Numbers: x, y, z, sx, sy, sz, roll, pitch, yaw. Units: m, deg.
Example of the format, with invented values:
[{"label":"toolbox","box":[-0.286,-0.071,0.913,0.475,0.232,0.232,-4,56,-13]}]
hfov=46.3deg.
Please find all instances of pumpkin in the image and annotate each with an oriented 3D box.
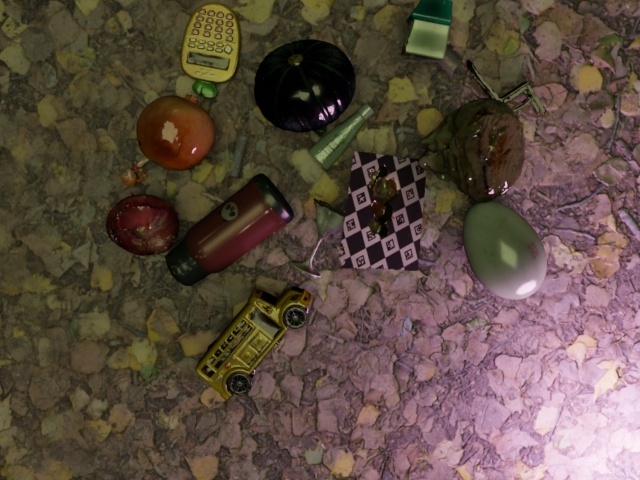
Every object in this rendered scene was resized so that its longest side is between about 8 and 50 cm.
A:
[{"label":"pumpkin","box":[-0.032,-0.351,1.810,0.248,0.248,0.248,0,97,0]}]

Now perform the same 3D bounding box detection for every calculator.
[{"label":"calculator","box":[-0.274,-0.474,1.869,0.146,0.032,0.235,10,95,-1]}]

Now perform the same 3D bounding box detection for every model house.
[{"label":"model house","box":[0.260,-0.517,1.821,0.100,0.127,0.149,12,99,-2]}]

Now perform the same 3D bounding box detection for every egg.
[{"label":"egg","box":[0.452,0.022,1.857,0.182,0.183,0.264,-31,89,3]}]

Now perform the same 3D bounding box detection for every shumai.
[{"label":"shumai","box":[0.362,-0.227,1.829,0.218,0.189,0.256,9,122,40]}]

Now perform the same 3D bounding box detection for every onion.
[{"label":"onion","box":[-0.441,-0.052,1.869,0.183,0.147,0.184,-8,140,-7]}]

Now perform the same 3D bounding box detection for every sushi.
[{"label":"sushi","box":[0.148,-0.070,1.881,0.264,0.050,0.290,2,96,-35]}]

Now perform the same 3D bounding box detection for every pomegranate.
[{"label":"pomegranate","box":[-0.351,-0.263,1.824,0.191,0.191,0.191,0,97,0]}]

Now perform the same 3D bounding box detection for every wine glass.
[{"label":"wine glass","box":[0.000,0.000,1.888,0.122,0.122,0.183,24,99,-3]}]

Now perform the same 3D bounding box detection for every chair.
[{"label":"chair","box":[0.460,-0.383,1.862,0.101,0.084,0.213,-32,96,6]}]

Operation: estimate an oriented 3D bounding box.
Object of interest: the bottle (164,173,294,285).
[{"label":"bottle","box":[-0.237,-0.018,1.869,0.336,0.144,0.144,-36,96,5]}]

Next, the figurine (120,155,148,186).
[{"label":"figurine","box":[-0.458,-0.181,1.890,0.047,0.064,0.109,38,105,-26]}]

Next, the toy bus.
[{"label":"toy bus","box":[-0.164,0.237,1.894,0.151,0.145,0.331,39,96,-3]}]

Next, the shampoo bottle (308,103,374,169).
[{"label":"shampoo bottle","box":[0.059,-0.267,1.891,0.190,0.041,0.069,-44,90,4]}]
